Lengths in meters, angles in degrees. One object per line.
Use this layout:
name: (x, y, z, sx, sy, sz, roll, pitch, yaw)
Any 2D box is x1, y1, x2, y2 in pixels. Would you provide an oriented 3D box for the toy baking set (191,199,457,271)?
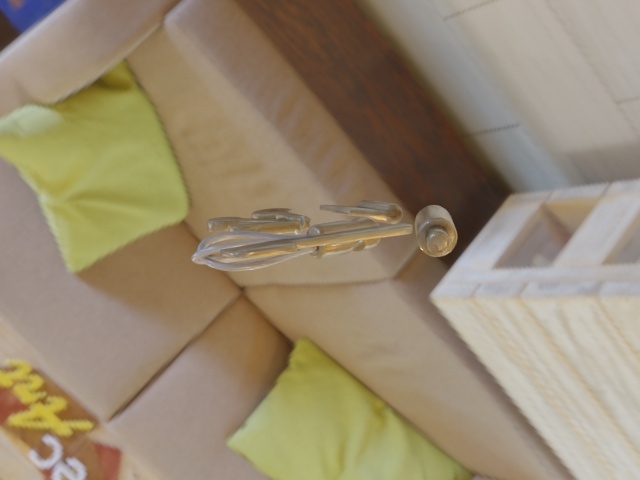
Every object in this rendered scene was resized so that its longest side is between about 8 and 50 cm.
toy baking set: (0.007, -0.001, 0.829, 0.256, 0.197, 0.030, -93, -1, -82)
